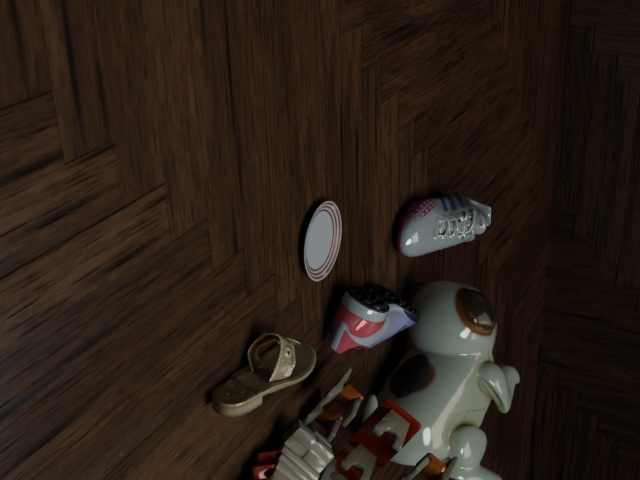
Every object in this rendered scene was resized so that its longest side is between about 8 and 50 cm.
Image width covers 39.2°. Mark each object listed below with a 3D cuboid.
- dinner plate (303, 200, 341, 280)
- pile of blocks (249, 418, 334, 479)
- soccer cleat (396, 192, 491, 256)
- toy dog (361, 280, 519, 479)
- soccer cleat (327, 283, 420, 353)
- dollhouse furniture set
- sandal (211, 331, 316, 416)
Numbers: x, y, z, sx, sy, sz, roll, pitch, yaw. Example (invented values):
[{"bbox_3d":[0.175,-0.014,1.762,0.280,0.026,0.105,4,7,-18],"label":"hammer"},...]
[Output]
[{"bbox_3d":[0.000,0.000,1.556,0.141,0.017,0.141,-38,134,-54],"label":"dinner plate"},{"bbox_3d":[-0.096,0.430,1.469,0.112,0.149,0.362,44,37,-10],"label":"pile of blocks"},{"bbox_3d":[0.279,-0.040,1.967,0.331,0.143,0.116,-29,126,-58],"label":"soccer cleat"},{"bbox_3d":[0.251,0.287,1.963,0.395,0.284,0.408,21,81,-30],"label":"toy dog"},{"bbox_3d":[0.103,0.158,1.761,0.116,0.108,0.318,-58,159,9],"label":"soccer cleat"},{"bbox_3d":[0.091,0.389,1.670,0.259,0.262,0.135,-54,174,37],"label":"dollhouse furniture set"},{"bbox_3d":[-0.078,0.183,1.391,0.240,0.088,0.079,-31,133,-51],"label":"sandal"}]
